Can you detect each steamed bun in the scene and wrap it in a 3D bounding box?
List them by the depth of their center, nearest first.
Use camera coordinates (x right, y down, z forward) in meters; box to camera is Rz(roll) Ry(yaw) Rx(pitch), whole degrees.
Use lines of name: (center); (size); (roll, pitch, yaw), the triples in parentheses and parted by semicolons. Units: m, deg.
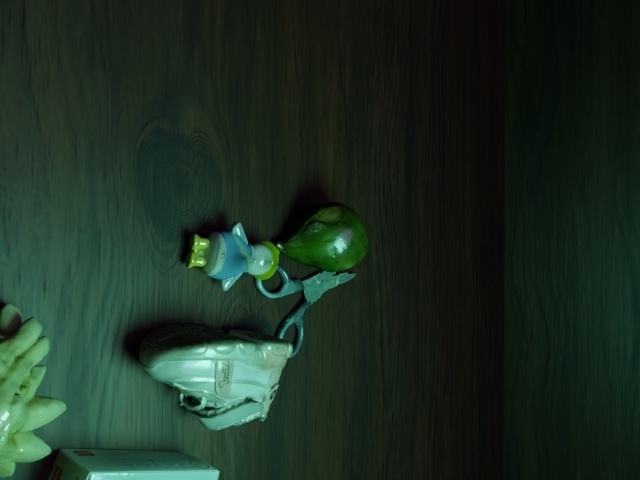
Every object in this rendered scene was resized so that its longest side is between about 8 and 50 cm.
steamed bun: (-0.496, 0.225, 0.614); (0.247, 0.189, 0.429); (1, 85, -19)

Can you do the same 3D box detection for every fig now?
fig: (0.000, 0.000, 1.184); (0.244, 0.195, 0.196); (-21, 109, -12)

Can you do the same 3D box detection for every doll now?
doll: (-0.180, 0.038, 1.017); (0.241, 0.098, 0.135); (11, 59, -50)

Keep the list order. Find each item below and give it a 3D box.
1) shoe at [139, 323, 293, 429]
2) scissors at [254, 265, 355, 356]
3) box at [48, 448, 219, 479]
shoe: (-0.204, 0.286, 0.932); (0.350, 0.171, 0.198); (17, 80, -46)
scissors: (-0.016, 0.124, 1.256); (0.383, 0.029, 0.256); (-32, 112, -43)
box: (-0.326, 0.434, 0.816); (0.269, 0.135, 0.079); (29, 68, -46)
